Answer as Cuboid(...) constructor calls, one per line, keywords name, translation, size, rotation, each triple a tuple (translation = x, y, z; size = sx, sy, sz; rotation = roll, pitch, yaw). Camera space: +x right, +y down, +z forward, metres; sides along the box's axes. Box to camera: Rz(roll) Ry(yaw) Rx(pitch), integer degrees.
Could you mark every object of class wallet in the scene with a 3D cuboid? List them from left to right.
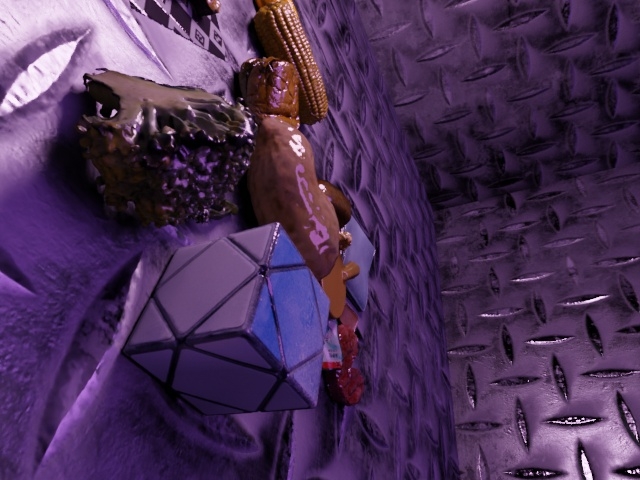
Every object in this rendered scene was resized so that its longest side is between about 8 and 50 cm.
Cuboid(name="wallet", translation=(0.116, 0.063, 1.469), size=(0.251, 0.054, 0.290), rotation=(51, 35, -43))

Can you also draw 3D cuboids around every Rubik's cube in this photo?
Cuboid(name="Rubik's cube", translation=(-0.122, 0.126, 0.663), size=(0.205, 0.208, 0.204), rotation=(-78, 148, -45))

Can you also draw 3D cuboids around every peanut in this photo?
Cuboid(name="peanut", translation=(-0.060, -0.089, 0.976), size=(0.192, 0.170, 0.386), rotation=(-17, 93, -53))

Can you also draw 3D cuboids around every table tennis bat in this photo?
Cuboid(name="table tennis bat", translation=(0.050, 0.099, 1.168), size=(0.321, 0.050, 0.198), rotation=(-12, 94, -71))

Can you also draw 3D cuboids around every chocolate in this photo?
Cuboid(name="chocolate", translation=(0.076, 0.236, 1.304), size=(0.100, 0.031, 0.064), rotation=(51, 51, -39))

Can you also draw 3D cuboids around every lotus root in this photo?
Cuboid(name="lotus root", translation=(0.012, -0.095, 1.217), size=(0.241, 0.124, 0.122), rotation=(20, 49, -64))

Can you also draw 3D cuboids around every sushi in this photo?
Cuboid(name="sushi", translation=(-0.281, -0.552, 0.873), size=(0.294, 0.059, 0.291), rotation=(-16, 93, -68))

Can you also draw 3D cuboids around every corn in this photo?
Cuboid(name="corn", translation=(-0.074, -0.504, 1.249), size=(0.131, 0.131, 0.344), rotation=(-76, 145, -49))

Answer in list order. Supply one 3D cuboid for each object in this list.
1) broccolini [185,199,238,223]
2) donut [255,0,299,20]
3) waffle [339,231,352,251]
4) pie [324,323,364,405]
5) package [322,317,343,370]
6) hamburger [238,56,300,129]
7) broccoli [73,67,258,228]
Cuboid(name="broccolini", translation=(-0.197, -0.076, 0.789), size=(0.091, 0.068, 0.203), rotation=(58, 20, 7))
Cuboid(name="donut", translation=(-0.128, -0.699, 1.299), size=(0.190, 0.075, 0.174), rotation=(66, 25, -22))
Cuboid(name="waffle", translation=(0.000, 0.000, 1.192), size=(0.192, 0.161, 0.046), rotation=(11, 67, -33))
Cuboid(name="pie", translation=(0.065, 0.341, 1.190), size=(0.204, 0.054, 0.218), rotation=(30, 52, -61))
Cuboid(name="package", translation=(-0.003, 0.206, 1.073), size=(0.166, 0.040, 0.231), rotation=(22, 48, -51))
Cuboid(name="hamburger", translation=(-0.113, -0.356, 1.071), size=(0.183, 0.130, 0.205), rotation=(-22, 100, -65))
Cuboid(name="broccoli", translation=(-0.227, -0.124, 0.628), size=(0.242, 0.273, 0.180), rotation=(-45, 152, -51))
